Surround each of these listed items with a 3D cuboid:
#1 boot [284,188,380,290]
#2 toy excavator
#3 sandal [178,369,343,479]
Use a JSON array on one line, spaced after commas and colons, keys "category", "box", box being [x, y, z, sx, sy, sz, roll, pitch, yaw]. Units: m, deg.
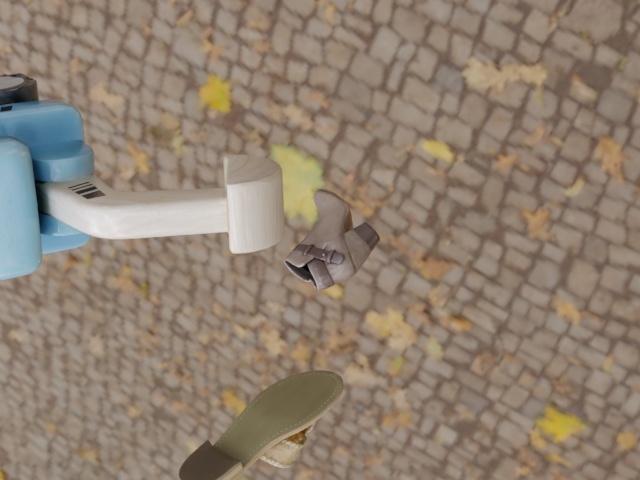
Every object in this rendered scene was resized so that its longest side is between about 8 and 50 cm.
[{"category": "boot", "box": [0.000, 0.000, 1.256, 0.118, 0.087, 0.042, 38, 158, 46]}, {"category": "toy excavator", "box": [-0.312, -0.046, 1.432, 0.445, 0.432, 0.222, 30, 126, 56]}, {"category": "sandal", "box": [-0.067, 0.253, 1.535, 0.088, 0.240, 0.079, 29, 143, 42]}]
